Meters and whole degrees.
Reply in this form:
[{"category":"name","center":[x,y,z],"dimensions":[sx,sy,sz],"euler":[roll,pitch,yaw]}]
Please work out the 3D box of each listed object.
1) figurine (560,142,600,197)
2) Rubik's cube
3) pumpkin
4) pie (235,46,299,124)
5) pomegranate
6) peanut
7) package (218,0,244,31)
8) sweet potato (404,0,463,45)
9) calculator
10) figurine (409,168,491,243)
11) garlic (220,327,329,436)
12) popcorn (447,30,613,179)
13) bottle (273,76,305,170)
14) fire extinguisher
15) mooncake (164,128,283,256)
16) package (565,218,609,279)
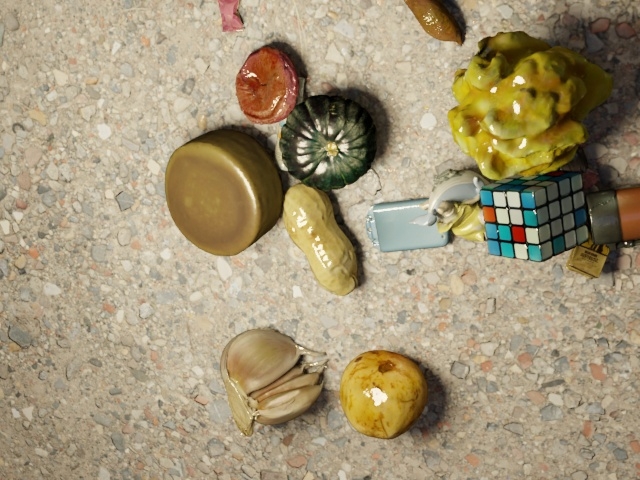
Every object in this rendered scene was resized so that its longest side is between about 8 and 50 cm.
[{"category":"figurine","center":[0.551,-0.149,1.759],"dimensions":[0.072,0.054,0.129],"euler":[-29,99,21]},{"category":"Rubik's cube","center":[0.447,-0.054,1.739],"dimensions":[0.151,0.155,0.154],"euler":[11,117,56]},{"category":"pumpkin","center":[0.018,-0.217,1.844],"dimensions":[0.221,0.162,0.220],"euler":[-2,107,-7]},{"category":"pie","center":[-0.122,-0.351,1.891],"dimensions":[0.182,0.050,0.182],"euler":[5,97,40]},{"category":"pomegranate","center":[0.153,0.375,2.000],"dimensions":[0.215,0.215,0.215],"euler":[6,110,17]},{"category":"peanut","center":[0.000,0.000,1.955],"dimensions":[0.130,0.130,0.290],"euler":[-25,98,24]},{"category":"package","center":[-0.205,-0.517,1.898],"dimensions":[0.059,0.029,0.083],"euler":[5,118,20]},{"category":"sweet potato","center":[0.219,-0.490,1.747],"dimensions":[0.226,0.068,0.068],"euler":[47,116,-1]},{"category":"calculator","center":[0.206,-0.035,1.921],"dimensions":[0.210,0.039,0.121],"euler":[-7,107,20]},{"category":"figurine","center":[0.303,-0.068,1.819],"dimensions":[0.209,0.128,0.183],"euler":[-25,101,-13]},{"category":"garlic","center":[-0.127,0.341,2.068],"dimensions":[0.237,0.292,0.210],"euler":[13,123,40]},{"category":"popcorn","center":[0.413,-0.245,1.654],"dimensions":[0.321,0.290,0.325],"euler":[7,139,12]},{"category":"bottle","center":[-0.067,-0.270,1.919],"dimensions":[0.060,0.060,0.217],"euler":[16,114,13]},{"category":"fire extinguisher","center":[0.747,-0.053,1.707],"dimensions":[0.376,0.113,0.200],"euler":[-9,145,17]},{"category":"mooncake","center":[-0.222,-0.117,1.955],"dimensions":[0.285,0.155,0.284],"euler":[16,121,28]},{"category":"package","center":[0.589,0.014,1.804],"dimensions":[0.071,0.047,0.131],"euler":[21,88,7]}]
